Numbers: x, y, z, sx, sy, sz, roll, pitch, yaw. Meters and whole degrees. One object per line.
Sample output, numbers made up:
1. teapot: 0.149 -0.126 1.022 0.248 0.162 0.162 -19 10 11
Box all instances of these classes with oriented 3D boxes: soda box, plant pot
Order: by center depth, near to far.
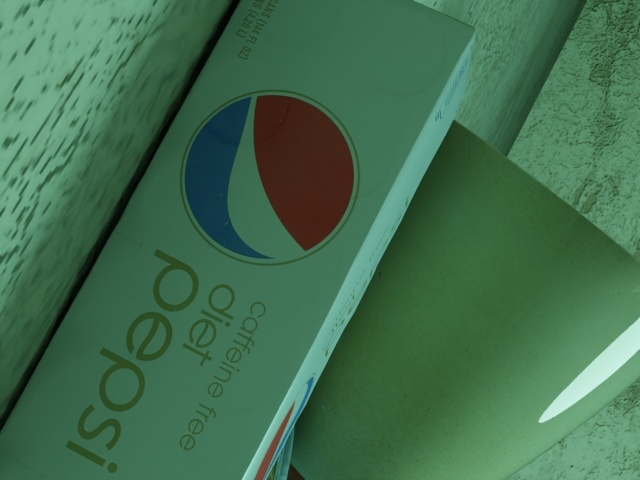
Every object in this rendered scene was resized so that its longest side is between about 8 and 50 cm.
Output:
1. soda box: -0.030 0.018 0.422 0.216 0.074 0.069 -62 172 -8
2. plant pot: 0.101 0.086 1.003 0.274 0.256 0.256 -52 173 4

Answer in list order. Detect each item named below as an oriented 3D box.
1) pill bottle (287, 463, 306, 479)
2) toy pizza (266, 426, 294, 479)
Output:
1. pill bottle: 0.033 0.260 1.099 0.121 0.216 0.121 -62 172 -16
2. toy pizza: -0.061 0.212 0.921 0.201 0.032 0.201 -163 -90 -85
